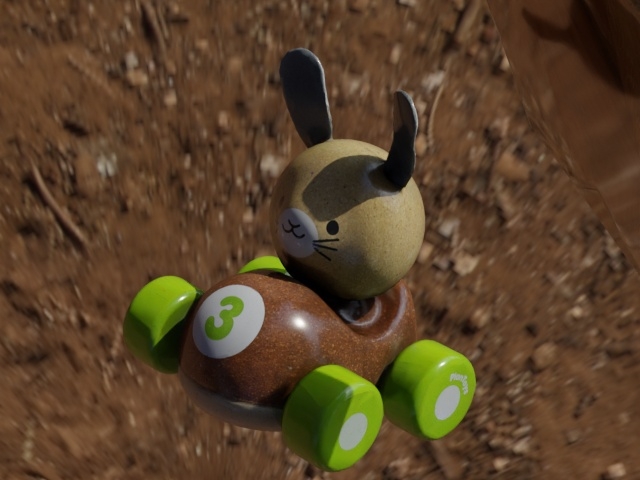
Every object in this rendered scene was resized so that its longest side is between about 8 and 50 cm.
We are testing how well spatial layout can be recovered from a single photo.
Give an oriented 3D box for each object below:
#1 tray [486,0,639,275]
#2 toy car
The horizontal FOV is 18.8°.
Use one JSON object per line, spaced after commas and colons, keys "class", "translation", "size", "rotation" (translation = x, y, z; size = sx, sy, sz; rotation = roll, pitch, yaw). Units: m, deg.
{"class": "tray", "translation": [0.124, -0.059, 0.664], "size": [0.076, 0.411, 0.203], "rotation": [-33, 69, 1]}
{"class": "toy car", "translation": [0.000, 0.000, 1.029], "size": [0.155, 0.149, 0.188], "rotation": [27, 116, 38]}
